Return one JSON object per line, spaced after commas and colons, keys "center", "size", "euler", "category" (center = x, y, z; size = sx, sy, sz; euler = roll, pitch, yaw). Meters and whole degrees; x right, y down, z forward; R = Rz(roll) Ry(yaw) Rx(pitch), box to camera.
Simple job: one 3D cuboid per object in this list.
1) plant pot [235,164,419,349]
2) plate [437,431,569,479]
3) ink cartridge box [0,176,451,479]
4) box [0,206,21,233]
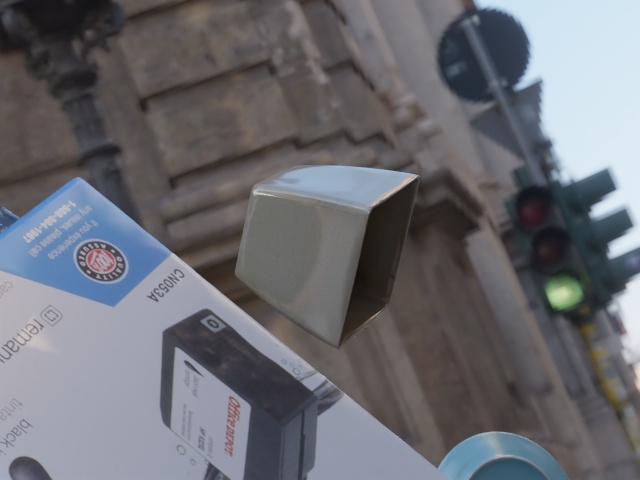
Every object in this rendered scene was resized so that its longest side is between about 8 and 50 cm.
{"center": [0.000, 0.000, 1.035], "size": [0.096, 0.109, 0.109], "euler": [19, 21, 17], "category": "plant pot"}
{"center": [0.209, 0.305, 1.589], "size": [0.188, 0.188, 0.024], "euler": [-16, -10, -23], "category": "plate"}
{"center": [-0.084, 0.142, 0.723], "size": [0.129, 0.307, 0.223], "euler": [-52, -1, 32], "category": "ink cartridge box"}
{"center": [-0.244, 0.171, 1.378], "size": [0.183, 0.294, 0.296], "euler": [-42, -41, -29], "category": "box"}
